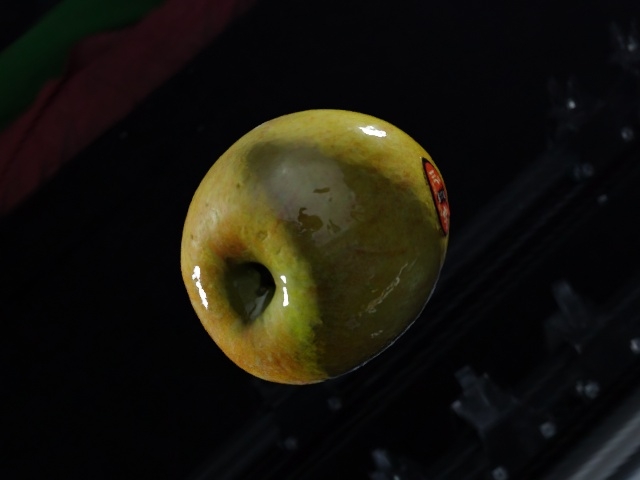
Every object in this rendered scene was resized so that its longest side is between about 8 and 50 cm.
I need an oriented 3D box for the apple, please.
[{"bbox_3d":[0.000,0.000,0.860,0.182,0.182,0.155,-2,-161,34],"label":"apple"}]
